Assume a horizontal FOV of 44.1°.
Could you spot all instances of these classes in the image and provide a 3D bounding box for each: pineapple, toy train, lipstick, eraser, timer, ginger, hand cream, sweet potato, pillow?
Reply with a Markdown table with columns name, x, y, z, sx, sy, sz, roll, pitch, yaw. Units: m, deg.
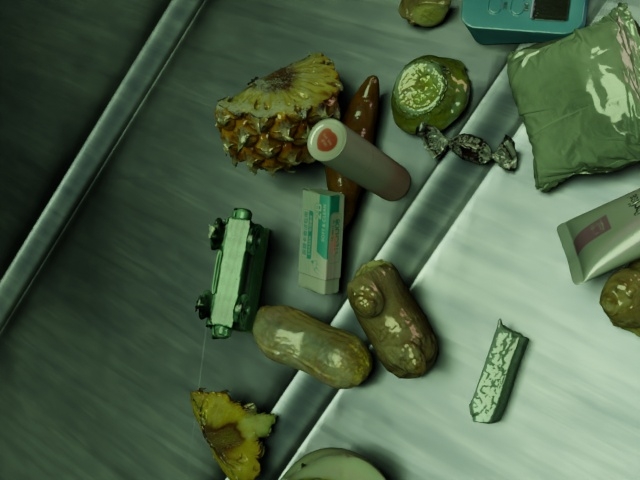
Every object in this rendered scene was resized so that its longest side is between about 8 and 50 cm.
| name | x | y | z | sx | sy | sz | roll | pitch | yaw |
| --- | --- | --- | --- | --- | --- | --- | --- | --- | --- |
| pineapple | -0.054 | -0.226 | 1.800 | 0.344 | 0.286 | 0.209 | -34 | 56 | -30 |
| toy train | -0.197 | 0.081 | 1.818 | 0.120 | 0.202 | 0.301 | 7 | 82 | 6 |
| lipstick | 0.087 | -0.160 | 1.638 | 0.087 | 0.327 | 0.087 | -7 | 75 | 27 |
| eraser | 0.000 | 0.000 | 1.761 | 0.095 | 0.052 | 0.225 | 15 | 106 | 46 |
| pineapple | -0.191 | 0.433 | 1.808 | 0.164 | 0.140 | 0.250 | -34 | 77 | -26 |
| timer | 0.438 | -0.541 | 1.670 | 0.249 | 0.091 | 0.232 | 5 | 81 | 26 |
| ginger | 0.229 | -0.590 | 1.804 | 0.137 | 0.074 | 0.213 | -24 | 63 | 22 |
| hand cream | 0.615 | -0.048 | 1.448 | 0.358 | 0.118 | 0.186 | -26 | 34 | 21 |
| ginger | 0.587 | 0.072 | 1.445 | 0.115 | 0.122 | 0.193 | 24 | 85 | 47 |
| sweet potato | 0.064 | -0.196 | 1.786 | 0.112 | 0.112 | 0.359 | 4 | 82 | 29 |
| pillow | 0.505 | -0.270 | 1.528 | 0.283 | 0.138 | 0.310 | -21 | 78 | 39 |
| ginger | 0.140 | 0.159 | 1.618 | 0.130 | 0.221 | 0.276 | -32 | 57 | 9 |

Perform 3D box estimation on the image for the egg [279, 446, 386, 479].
| name | x | y | z | sx | sy | sz | roll | pitch | yaw |
| --- | --- | --- | --- | --- | --- | --- | --- | --- | --- |
| egg | 0.030 | 0.535 | 1.621 | 0.206 | 0.162 | 0.271 | -34 | 98 | -16 |

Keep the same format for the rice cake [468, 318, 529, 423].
| name | x | y | z | sx | sy | sz | roll | pitch | yaw |
| --- | --- | --- | --- | --- | --- | --- | --- | --- | --- |
| rice cake | 0.351 | 0.263 | 1.556 | 0.063 | 0.069 | 0.207 | 19 | 86 | 32 |

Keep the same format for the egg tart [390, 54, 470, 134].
| name | x | y | z | sx | sy | sz | roll | pitch | yaw |
| --- | --- | --- | --- | --- | --- | --- | --- | --- | --- |
| egg tart | 0.233 | -0.324 | 1.740 | 0.197 | 0.078 | 0.197 | -5 | 79 | 28 |

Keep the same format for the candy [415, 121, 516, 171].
| name | x | y | z | sx | sy | sz | roll | pitch | yaw |
| --- | --- | --- | --- | --- | --- | --- | --- | --- | --- |
| candy | 0.307 | -0.199 | 1.671 | 0.226 | 0.094 | 0.051 | 18 | 52 | 25 |

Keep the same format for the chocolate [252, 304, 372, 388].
| name | x | y | z | sx | sy | sz | roll | pitch | yaw |
| --- | --- | --- | --- | --- | --- | --- | --- | --- | --- |
| chocolate | -0.026 | 0.232 | 1.731 | 0.309 | 0.134 | 0.134 | 23 | 91 | 30 |
